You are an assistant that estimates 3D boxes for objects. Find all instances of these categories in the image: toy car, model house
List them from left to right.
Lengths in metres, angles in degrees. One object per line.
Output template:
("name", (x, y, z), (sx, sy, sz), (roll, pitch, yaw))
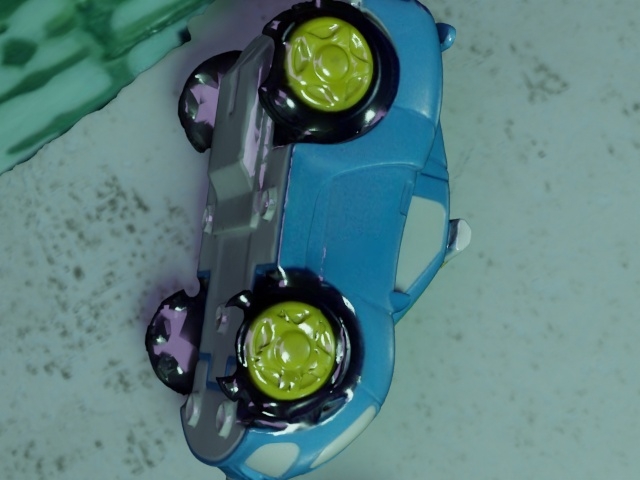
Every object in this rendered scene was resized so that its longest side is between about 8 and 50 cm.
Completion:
("model house", (-0.276, -0.235, 0.833), (0.295, 0.252, 0.329), (-35, 69, 3))
("toy car", (0.000, 0.000, 0.768), (0.166, 0.198, 0.314), (10, 82, -19))
